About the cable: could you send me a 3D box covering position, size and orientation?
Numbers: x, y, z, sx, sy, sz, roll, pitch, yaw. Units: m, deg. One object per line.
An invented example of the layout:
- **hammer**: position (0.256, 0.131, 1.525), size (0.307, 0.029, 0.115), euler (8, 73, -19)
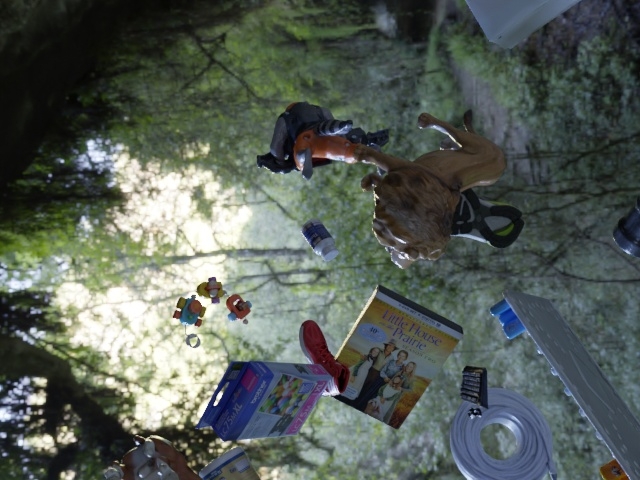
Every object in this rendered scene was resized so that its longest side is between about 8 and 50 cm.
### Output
- **cable**: position (0.461, 0.511, 1.619), size (0.089, 0.257, 0.257), euler (77, -164, -64)

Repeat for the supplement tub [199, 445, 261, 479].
- **supplement tub**: position (-0.240, 0.711, 1.810), size (0.199, 0.144, 0.144), euler (55, 174, 16)

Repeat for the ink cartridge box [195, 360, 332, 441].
- **ink cartridge box**: position (-0.122, 0.369, 1.455), size (0.311, 0.065, 0.185), euler (18, -75, -49)

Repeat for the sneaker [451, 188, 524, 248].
- **sneaker**: position (0.268, -0.063, 1.266), size (0.121, 0.300, 0.111), euler (32, 99, 55)

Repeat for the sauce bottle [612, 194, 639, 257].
- **sauce bottle**: position (0.496, -0.113, 0.820), size (0.344, 0.111, 0.111), euler (108, 168, -46)

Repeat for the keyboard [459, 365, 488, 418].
- **keyboard**: position (0.315, 0.315, 1.305), size (0.180, 0.023, 0.108), euler (82, -171, -80)

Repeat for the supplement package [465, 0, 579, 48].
- **supplement package**: position (0.298, -0.428, 0.931), size (0.203, 0.194, 0.149), euler (61, -151, 4)

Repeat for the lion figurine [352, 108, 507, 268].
- **lion figurine**: position (0.219, -0.116, 1.113), size (0.240, 0.392, 0.142), euler (34, 148, 40)

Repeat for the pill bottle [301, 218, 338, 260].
- **pill bottle**: position (0.000, 0.000, 1.813), size (0.120, 0.067, 0.067), euler (55, 167, 28)

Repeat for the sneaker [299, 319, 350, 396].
- **sneaker**: position (0.023, 0.319, 1.746), size (0.128, 0.087, 0.221), euler (-21, 88, 51)

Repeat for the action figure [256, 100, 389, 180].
- **action figure**: position (0.028, -0.249, 1.456), size (0.330, 0.341, 0.178), euler (47, 149, 52)

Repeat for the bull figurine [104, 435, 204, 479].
- **bull figurine**: position (-0.180, 0.405, 0.895), size (0.310, 0.101, 0.188), euler (44, 166, 9)

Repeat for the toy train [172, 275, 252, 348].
- **toy train**: position (-0.212, 0.138, 1.270), size (0.166, 0.046, 0.125), euler (-32, -90, -41)

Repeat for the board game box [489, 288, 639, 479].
- **board game box**: position (0.492, 0.276, 1.190), size (0.390, 0.050, 0.390), euler (15, -140, -58)

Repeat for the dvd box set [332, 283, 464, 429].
- **dvd box set**: position (0.221, 0.382, 2.034), size (0.420, 0.308, 0.062), euler (-61, 3, 22)
